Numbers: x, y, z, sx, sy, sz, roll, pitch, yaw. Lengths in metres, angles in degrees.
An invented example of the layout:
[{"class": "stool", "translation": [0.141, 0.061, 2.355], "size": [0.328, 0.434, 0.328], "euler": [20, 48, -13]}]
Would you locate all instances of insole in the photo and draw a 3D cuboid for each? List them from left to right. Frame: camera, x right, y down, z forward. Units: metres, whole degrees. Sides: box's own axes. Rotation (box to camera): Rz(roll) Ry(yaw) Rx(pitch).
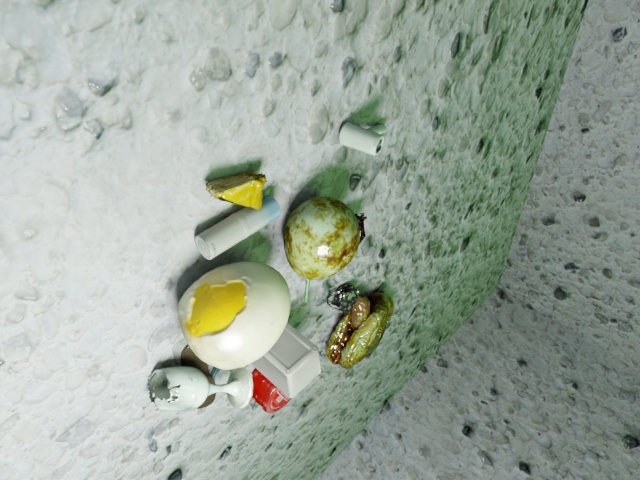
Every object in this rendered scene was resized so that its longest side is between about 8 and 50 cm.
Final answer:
[{"class": "insole", "translation": [-0.400, 0.449, 1.717], "size": [0.111, 0.007, 0.328], "euler": [-16, 131, -21]}]

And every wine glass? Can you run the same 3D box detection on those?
[{"class": "wine glass", "translation": [-0.367, 0.453, 1.630], "size": [0.321, 0.143, 0.143], "euler": [14, 108, -42]}]

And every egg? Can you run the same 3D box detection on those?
[{"class": "egg", "translation": [-0.230, 0.201, 1.488], "size": [0.345, 0.283, 0.283], "euler": [-34, 143, -36]}, {"class": "egg", "translation": [0.000, 0.000, 1.662], "size": [0.238, 0.238, 0.290], "euler": [-26, 148, -40]}]

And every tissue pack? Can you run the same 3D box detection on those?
[{"class": "tissue pack", "translation": [-0.134, 0.393, 1.835], "size": [0.159, 0.246, 0.136], "euler": [-35, 143, -29]}]

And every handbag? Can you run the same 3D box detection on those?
[{"class": "handbag", "translation": [0.078, 0.236, 2.170], "size": [0.139, 0.072, 0.115], "euler": [5, 117, -42]}]

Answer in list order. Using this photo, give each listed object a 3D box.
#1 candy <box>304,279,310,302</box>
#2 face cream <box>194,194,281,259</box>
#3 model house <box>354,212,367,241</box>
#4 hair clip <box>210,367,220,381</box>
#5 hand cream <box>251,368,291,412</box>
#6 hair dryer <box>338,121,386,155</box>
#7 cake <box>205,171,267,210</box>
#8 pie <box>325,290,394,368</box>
[{"class": "candy", "translation": [-0.039, 0.129, 1.893], "size": [0.084, 0.078, 0.288], "euler": [-19, 140, -22]}, {"class": "face cream", "translation": [-0.225, -0.040, 1.462], "size": [0.250, 0.077, 0.077], "euler": [-34, 143, -33]}, {"class": "model house", "translation": [0.073, -0.011, 1.893], "size": [0.164, 0.141, 0.203], "euler": [-57, 179, -44]}, {"class": "hair clip", "translation": [-0.338, 0.436, 1.789], "size": [0.039, 0.070, 0.230], "euler": [-1, 127, -58]}, {"class": "hand cream", "translation": [-0.181, 0.556, 2.042], "size": [0.193, 0.125, 0.193], "euler": [-34, 142, -31]}, {"class": "hair dryer", "translation": [0.166, -0.337, 1.704], "size": [0.236, 0.131, 0.073], "euler": [-32, 141, -56]}, {"class": "cake", "translation": [-0.225, -0.117, 1.397], "size": [0.185, 0.079, 0.116], "euler": [-37, 144, -44]}, {"class": "pie", "translation": [0.203, 0.415, 2.400], "size": [0.395, 0.180, 0.418], "euler": [-62, 156, 9]}]
